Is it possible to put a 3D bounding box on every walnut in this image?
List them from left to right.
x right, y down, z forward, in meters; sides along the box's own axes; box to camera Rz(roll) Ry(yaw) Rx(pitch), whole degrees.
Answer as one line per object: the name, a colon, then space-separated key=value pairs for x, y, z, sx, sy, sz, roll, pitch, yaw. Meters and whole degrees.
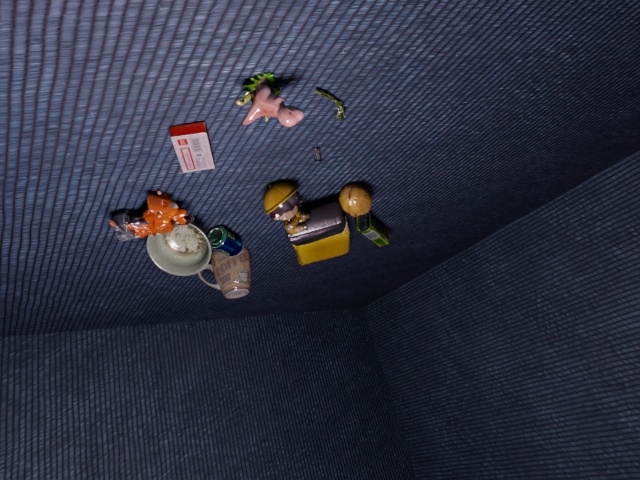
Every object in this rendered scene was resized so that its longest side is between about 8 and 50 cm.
walnut: x=0.174 y=-0.196 z=2.108 sx=0.159 sy=0.159 sz=0.207 roll=-22 pitch=163 yaw=14

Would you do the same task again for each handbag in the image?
handbag: x=-0.030 y=-0.095 z=2.177 sx=0.302 sy=0.178 sz=0.275 roll=-18 pitch=175 yaw=1

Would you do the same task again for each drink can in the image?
drink can: x=-0.482 y=0.007 z=2.185 sx=0.118 sy=0.118 sz=0.205 roll=-21 pitch=156 yaw=12

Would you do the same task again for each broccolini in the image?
broccolini: x=0.042 y=-0.487 z=1.512 sx=0.052 sy=0.054 sz=0.194 roll=-51 pitch=143 yaw=5

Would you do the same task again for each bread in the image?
bread: x=0.000 y=0.000 z=2.453 sx=0.333 sy=0.143 sz=0.323 roll=-14 pitch=156 yaw=-5

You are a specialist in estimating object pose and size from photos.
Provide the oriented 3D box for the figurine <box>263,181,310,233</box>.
figurine: x=-0.157 y=-0.142 z=1.934 sx=0.167 sy=0.192 sz=0.257 roll=6 pitch=135 yaw=32

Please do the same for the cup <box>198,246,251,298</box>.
cup: x=-0.531 y=0.193 z=2.406 sx=0.301 sy=0.257 sz=0.227 roll=-10 pitch=154 yaw=-9

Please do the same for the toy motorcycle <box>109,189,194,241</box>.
toy motorcycle: x=-0.708 y=-0.091 z=1.768 sx=0.326 sy=0.147 sz=0.221 roll=-14 pitch=151 yaw=4

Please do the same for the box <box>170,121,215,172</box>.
box: x=-0.451 y=-0.325 z=1.528 sx=0.123 sy=0.050 sz=0.229 roll=-10 pitch=157 yaw=-9

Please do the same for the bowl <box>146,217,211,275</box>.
bowl: x=-0.640 y=0.008 z=1.990 sx=0.289 sy=0.146 sz=0.289 roll=-1 pitch=117 yaw=-2

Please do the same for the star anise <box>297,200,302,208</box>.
star anise: x=-0.135 y=-0.170 z=2.076 sx=0.129 sy=0.056 sz=0.124 roll=-14 pitch=165 yaw=37

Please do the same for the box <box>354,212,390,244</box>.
box: x=0.309 y=-0.068 z=2.510 sx=0.097 sy=0.134 sz=0.345 roll=-21 pitch=156 yaw=21

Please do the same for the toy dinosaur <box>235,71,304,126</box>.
toy dinosaur: x=-0.159 y=-0.412 z=1.358 sx=0.194 sy=0.177 sz=0.152 roll=-12 pitch=156 yaw=-4

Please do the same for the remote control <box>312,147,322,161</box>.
remote control: x=-0.015 y=-0.358 z=1.782 sx=0.034 sy=0.016 sz=0.091 roll=-1 pitch=158 yaw=6
